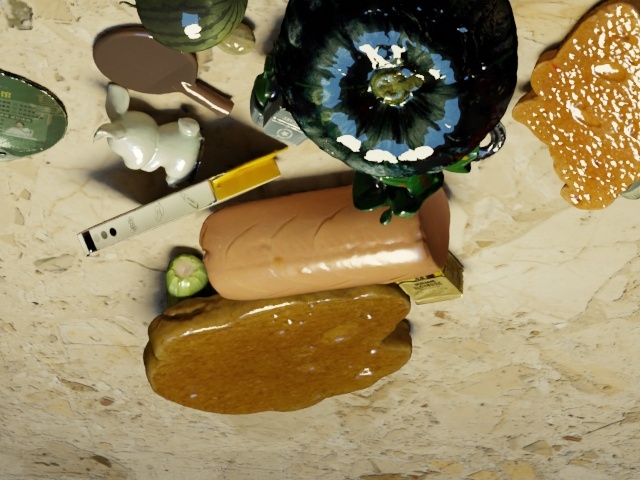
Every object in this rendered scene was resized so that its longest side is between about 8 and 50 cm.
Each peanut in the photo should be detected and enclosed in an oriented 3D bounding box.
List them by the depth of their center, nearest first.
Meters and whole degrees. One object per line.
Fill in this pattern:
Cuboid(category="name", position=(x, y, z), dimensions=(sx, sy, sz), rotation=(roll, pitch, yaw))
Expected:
Cuboid(category="peanut", position=(-0.100, -0.212, 1.590), dimensions=(0.037, 0.037, 0.083), rotation=(-21, 137, 39))

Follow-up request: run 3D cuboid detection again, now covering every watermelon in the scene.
Cuboid(category="watermelon", position=(-0.132, -0.228, 1.494), dimensions=(0.133, 0.105, 0.105), rotation=(-4, 151, 28))

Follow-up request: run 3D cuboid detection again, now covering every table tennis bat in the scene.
Cuboid(category="table tennis bat", position=(-0.168, -0.133, 1.659), dimensions=(0.170, 0.119, 0.107), rotation=(28, 145, -33))

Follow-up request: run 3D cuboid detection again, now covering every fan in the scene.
Cuboid(category="fan", position=(-0.429, -0.132, 1.813), dimensions=(0.223, 0.012, 0.294), rotation=(27, 144, -34))

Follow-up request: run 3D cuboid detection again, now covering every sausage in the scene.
Cuboid(category="sausage", position=(-0.001, 0.000, 1.872), dimensions=(0.304, 0.121, 0.121), rotation=(-8, 149, 22))

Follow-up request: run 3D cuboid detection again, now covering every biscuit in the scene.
Cuboid(category="biscuit", position=(0.284, -0.137, 1.604), dimensions=(0.183, 0.043, 0.280), rotation=(21, 136, 17))
Cuboid(category="biscuit", position=(-0.042, 0.132, 2.120), dimensions=(0.381, 0.074, 0.359), rotation=(-30, 147, 25))

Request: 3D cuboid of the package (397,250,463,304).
Cuboid(category="package", position=(0.123, 0.031, 1.983), dimensions=(0.071, 0.047, 0.131), rotation=(-10, 147, 30))

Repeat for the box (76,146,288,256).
Cuboid(category="box", position=(-0.156, -0.044, 1.833), dimensions=(0.247, 0.033, 0.129), rotation=(-20, -176, 38))

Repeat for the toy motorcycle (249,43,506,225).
Cuboid(category="toy motorcycle", position=(0.044, -0.117, 1.659), dimensions=(0.275, 0.124, 0.187), rotation=(23, 137, -26))

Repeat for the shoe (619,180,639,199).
Cuboid(category="shoe", position=(0.345, -0.116, 1.663), dimensions=(0.077, 0.074, 0.194), rotation=(24, 146, -9))

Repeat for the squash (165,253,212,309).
Cuboid(category="squash", position=(-0.176, 0.087, 2.119), dimensions=(0.066, 0.066, 0.229), rotation=(6, 152, -1))

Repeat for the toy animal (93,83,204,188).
Cuboid(category="toy animal", position=(-0.192, -0.111, 1.752), dimensions=(0.124, 0.071, 0.085), rotation=(14, 151, -16))

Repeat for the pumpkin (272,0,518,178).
Cuboid(category="pumpkin", position=(0.072, -0.171, 1.465), dimensions=(0.233, 0.163, 0.233), rotation=(2, 118, 4))
